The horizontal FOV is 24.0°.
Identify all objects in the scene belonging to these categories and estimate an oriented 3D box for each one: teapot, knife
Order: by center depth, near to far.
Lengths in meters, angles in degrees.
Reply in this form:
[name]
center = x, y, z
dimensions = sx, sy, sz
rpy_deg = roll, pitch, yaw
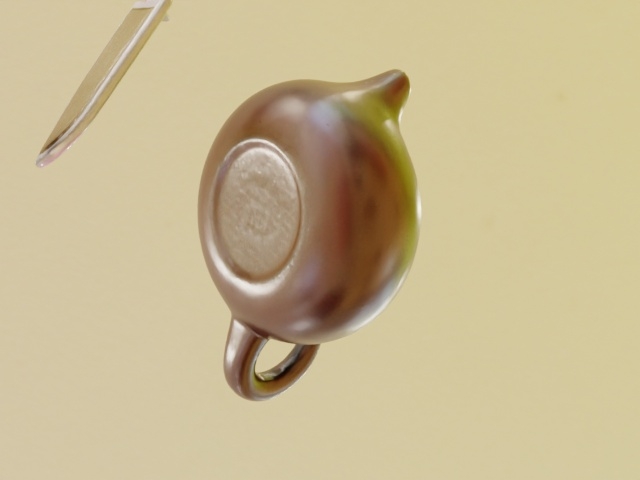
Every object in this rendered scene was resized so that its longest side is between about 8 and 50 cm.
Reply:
[knife]
center = -0.117, -0.153, 1.027
dimensions = 0.022, 0.046, 0.256
rpy_deg = 40, -104, -33
[teapot]
center = 0.000, 0.000, 1.028
dimensions = 0.135, 0.178, 0.252
rpy_deg = 0, -63, -38
